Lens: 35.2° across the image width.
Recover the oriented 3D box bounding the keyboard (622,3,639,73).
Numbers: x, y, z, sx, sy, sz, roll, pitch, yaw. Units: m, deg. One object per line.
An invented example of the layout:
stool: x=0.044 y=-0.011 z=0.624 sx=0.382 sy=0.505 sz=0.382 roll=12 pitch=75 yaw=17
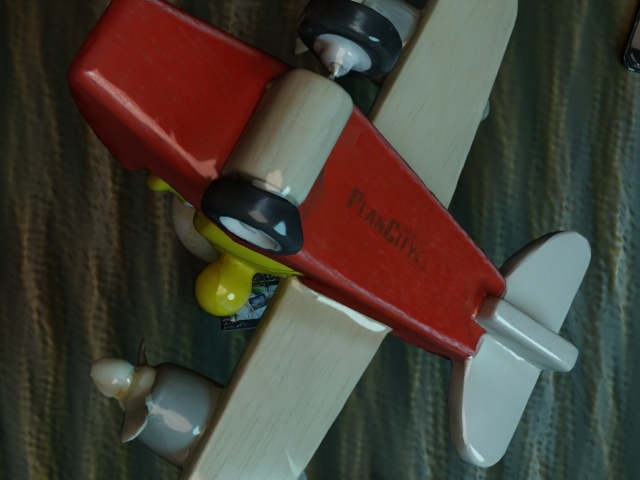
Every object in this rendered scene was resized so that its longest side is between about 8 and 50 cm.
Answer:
keyboard: x=0.333 y=-0.220 z=0.860 sx=0.108 sy=0.023 sz=0.180 roll=17 pitch=97 yaw=-1

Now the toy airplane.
toy airplane: x=0.009 y=-0.003 z=0.719 sx=0.386 sy=0.272 sz=0.384 roll=-22 pitch=112 yaw=-39

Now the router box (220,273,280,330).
router box: x=0.000 y=0.000 z=0.846 sx=0.179 sy=0.046 sz=0.133 roll=-5 pitch=98 yaw=-5
